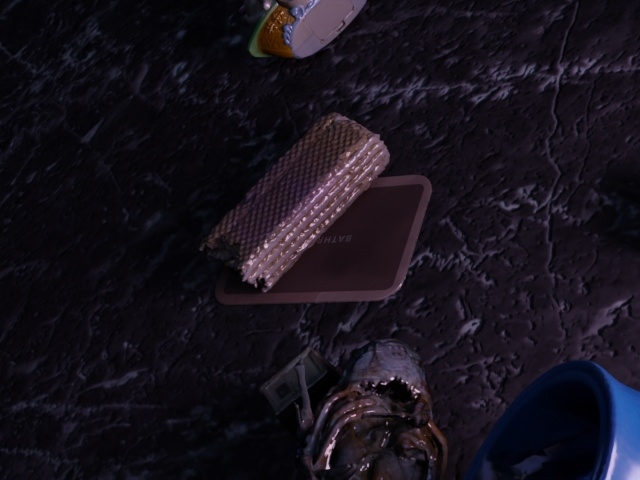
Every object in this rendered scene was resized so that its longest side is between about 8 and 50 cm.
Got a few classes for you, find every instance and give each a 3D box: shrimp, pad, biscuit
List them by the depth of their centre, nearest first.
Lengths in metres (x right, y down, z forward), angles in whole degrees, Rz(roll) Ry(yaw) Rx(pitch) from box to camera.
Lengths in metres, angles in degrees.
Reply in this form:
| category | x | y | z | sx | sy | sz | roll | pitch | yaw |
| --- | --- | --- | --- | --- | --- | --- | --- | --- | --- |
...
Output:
| category | x | y | z | sx | sy | sz | roll | pitch | yaw |
| --- | --- | --- | --- | --- | --- | --- | --- | --- | --- |
| shrimp | 0.029 | 0.196 | 1.201 | 0.137 | 0.172 | 0.372 | -61 | 7 | 19 |
| pad | 0.000 | 0.000 | 1.559 | 0.266 | 0.002 | 0.176 | -4 | 53 | 34 |
| biscuit | -0.030 | -0.046 | 1.574 | 0.239 | 0.062 | 0.108 | -46 | 40 | -8 |

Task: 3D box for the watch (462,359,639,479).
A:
| category | x | y | z | sx | sy | sz | roll | pitch | yaw |
| --- | --- | --- | --- | --- | --- | --- | --- | --- | --- |
| watch | 0.191 | 0.253 | 1.062 | 0.305 | 0.241 | 0.274 | -33 | 31 | 62 |

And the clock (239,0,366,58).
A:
| category | x | y | z | sx | sy | sz | roll | pitch | yaw |
| --- | --- | --- | --- | --- | --- | --- | --- | --- | --- |
| clock | -0.019 | -0.337 | 1.791 | 0.231 | 0.103 | 0.144 | -44 | 50 | -2 |

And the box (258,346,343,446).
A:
| category | x | y | z | sx | sy | sz | roll | pitch | yaw |
| --- | --- | --- | --- | --- | --- | --- | --- | --- | --- |
| box | -0.014 | 0.159 | 1.387 | 0.085 | 0.063 | 0.060 | -39 | 40 | 1 |
